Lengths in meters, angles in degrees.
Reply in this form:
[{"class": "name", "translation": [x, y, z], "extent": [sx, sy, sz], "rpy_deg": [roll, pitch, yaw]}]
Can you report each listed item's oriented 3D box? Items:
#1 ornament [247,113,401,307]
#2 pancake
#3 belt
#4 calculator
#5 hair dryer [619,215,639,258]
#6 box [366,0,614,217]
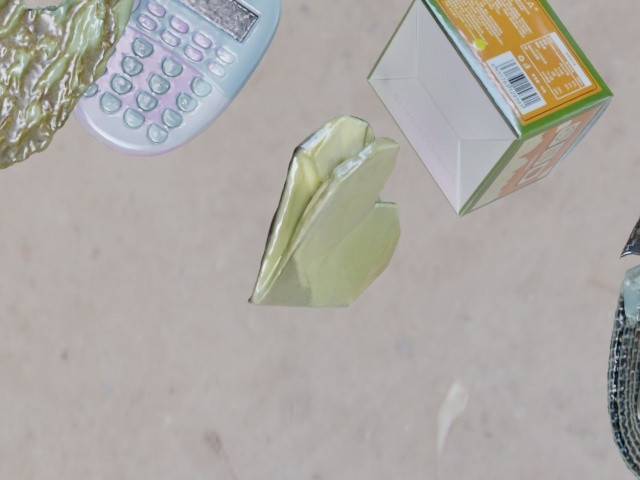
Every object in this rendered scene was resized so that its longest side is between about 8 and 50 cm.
[{"class": "ornament", "translation": [0.000, 0.000, 1.649], "extent": [0.059, 0.201, 0.180], "rpy_deg": [33, 63, 26]}, {"class": "pancake", "translation": [-0.316, -0.147, 1.577], "extent": [0.377, 0.054, 0.197], "rpy_deg": [-20, 99, 9]}, {"class": "belt", "translation": [0.400, 0.132, 1.912], "extent": [0.150, 0.257, 0.207], "rpy_deg": [2, 12, -30]}, {"class": "calculator", "translation": [-0.147, -0.226, 1.951], "extent": [0.185, 0.041, 0.298], "rpy_deg": [32, 82, -9]}, {"class": "hair dryer", "translation": [0.207, -0.057, 0.934], "extent": [0.123, 0.312, 0.340], "rpy_deg": [19, 44, 18]}, {"class": "box", "translation": [0.180, -0.165, 1.994], "extent": [0.148, 0.177, 0.195], "rpy_deg": [-26, 73, -28]}]
